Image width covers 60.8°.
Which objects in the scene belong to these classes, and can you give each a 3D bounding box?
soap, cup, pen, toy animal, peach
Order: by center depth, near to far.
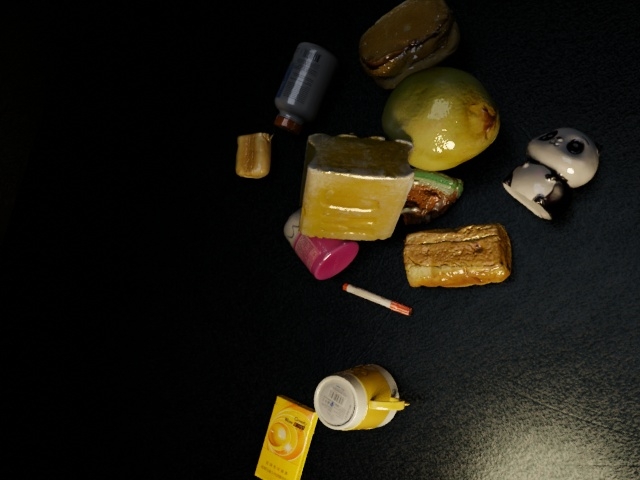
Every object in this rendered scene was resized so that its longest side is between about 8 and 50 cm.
[{"bbox_3d":[0.620,-0.187,1.449,0.235,0.165,0.187,-55,45,11],"label":"toy animal"},{"bbox_3d":[0.336,-0.346,1.538,0.313,0.316,0.282,-21,115,-1],"label":"peach"},{"bbox_3d":[0.090,-0.142,1.539,0.293,0.335,0.156,6,59,-5],"label":"soap"},{"bbox_3d":[0.124,0.455,1.562,0.241,0.226,0.186,-3,80,35],"label":"cup"},{"bbox_3d":[0.174,0.181,1.697,0.238,0.028,0.028,20,91,29],"label":"pen"}]

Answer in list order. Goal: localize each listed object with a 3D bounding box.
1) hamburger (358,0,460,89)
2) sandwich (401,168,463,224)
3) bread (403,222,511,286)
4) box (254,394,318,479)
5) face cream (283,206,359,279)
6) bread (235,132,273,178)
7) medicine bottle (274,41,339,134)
[{"bbox_3d":[0.266,-0.597,1.662,0.304,0.174,0.284,-25,35,25],"label":"hamburger"},{"bbox_3d":[0.320,-0.126,1.630,0.184,0.109,0.160,8,83,29],"label":"sandwich"},{"bbox_3d":[0.384,0.049,1.551,0.294,0.132,0.167,-8,77,27],"label":"bread"},{"bbox_3d":[-0.110,0.654,1.753,0.152,0.043,0.270,14,89,29],"label":"box"},{"bbox_3d":[0.000,0.000,1.736,0.175,0.175,0.195,-46,65,13],"label":"face cream"},{"bbox_3d":[-0.236,-0.304,1.965,0.134,0.085,0.173,-1,79,24],"label":"bread"},{"bbox_3d":[-0.059,-0.513,1.868,0.156,0.157,0.289,26,93,29],"label":"medicine bottle"}]
